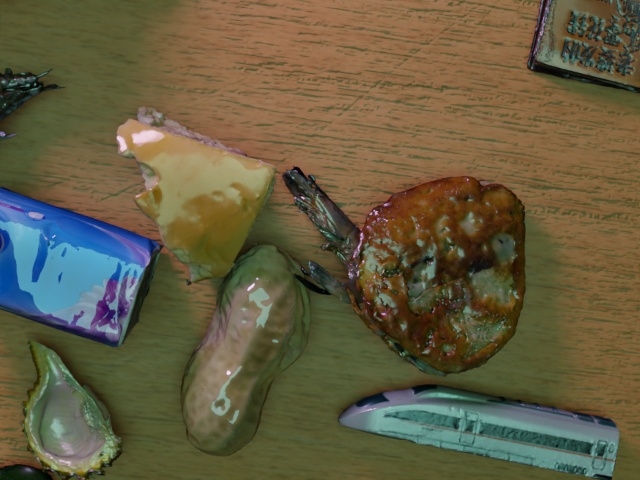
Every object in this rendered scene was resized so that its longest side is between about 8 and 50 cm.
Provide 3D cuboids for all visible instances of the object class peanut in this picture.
[{"bbox_3d":[-0.109,0.160,1.700,0.149,0.149,0.313,27,93,-5],"label":"peanut"}]

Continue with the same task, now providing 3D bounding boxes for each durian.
[{"bbox_3d":[-0.369,0.243,1.730,0.140,0.078,0.224,-24,85,12],"label":"durian"}]

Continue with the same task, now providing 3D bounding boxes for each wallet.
[{"bbox_3d":[0.412,-0.306,1.731,0.195,0.042,0.161,14,94,-4],"label":"wallet"}]

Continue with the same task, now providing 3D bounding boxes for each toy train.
[{"bbox_3d":[0.231,0.269,1.751,0.406,0.086,0.088,11,95,-4],"label":"toy train"}]

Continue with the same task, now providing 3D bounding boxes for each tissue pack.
[{"bbox_3d":[-0.369,0.031,1.645,0.263,0.198,0.146,18,95,-4],"label":"tissue pack"}]

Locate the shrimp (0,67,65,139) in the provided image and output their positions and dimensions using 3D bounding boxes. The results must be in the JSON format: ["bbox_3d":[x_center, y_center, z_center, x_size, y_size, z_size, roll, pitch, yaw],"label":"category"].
[{"bbox_3d":[-0.569,-0.169,1.648,0.410,0.166,0.221,-6,129,11],"label":"shrimp"}]

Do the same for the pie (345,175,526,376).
[{"bbox_3d":[0.176,0.054,1.707,0.308,0.085,0.308,1,88,-23],"label":"pie"}]

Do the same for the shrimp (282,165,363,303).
[{"bbox_3d":[0.000,0.000,1.696,0.046,0.152,0.219,-31,98,40],"label":"shrimp"}]

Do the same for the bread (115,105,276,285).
[{"bbox_3d":[-0.192,-0.050,1.660,0.224,0.183,0.211,20,99,-2],"label":"bread"}]

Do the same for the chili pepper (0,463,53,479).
[{"bbox_3d":[-0.405,0.437,1.720,0.148,0.116,0.264,-38,96,-2],"label":"chili pepper"}]
